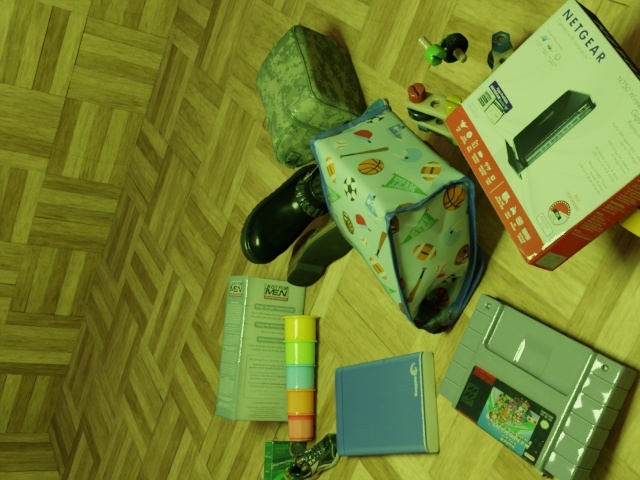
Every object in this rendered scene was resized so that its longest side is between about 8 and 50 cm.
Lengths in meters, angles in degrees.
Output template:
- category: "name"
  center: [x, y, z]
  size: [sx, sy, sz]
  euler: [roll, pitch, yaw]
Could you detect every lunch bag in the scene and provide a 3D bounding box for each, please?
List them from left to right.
- category: "lunch bag"
  center: [-0.049, -0.371, 2.133]
  size: [0.256, 0.212, 0.305]
  euler: [-39, 51, 34]
- category: "lunch bag"
  center: [0.169, -0.031, 1.692]
  size: [0.328, 0.238, 0.386]
  euler: [53, 162, 46]

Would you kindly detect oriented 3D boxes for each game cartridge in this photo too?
- category: "game cartridge"
  center: [0.373, 0.261, 1.472]
  size: [0.355, 0.068, 0.230]
  euler: [30, 94, 55]

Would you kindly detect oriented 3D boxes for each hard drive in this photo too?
- category: "hard drive"
  center: [0.141, 0.376, 1.838]
  size: [0.318, 0.040, 0.210]
  euler: [-23, 64, 52]

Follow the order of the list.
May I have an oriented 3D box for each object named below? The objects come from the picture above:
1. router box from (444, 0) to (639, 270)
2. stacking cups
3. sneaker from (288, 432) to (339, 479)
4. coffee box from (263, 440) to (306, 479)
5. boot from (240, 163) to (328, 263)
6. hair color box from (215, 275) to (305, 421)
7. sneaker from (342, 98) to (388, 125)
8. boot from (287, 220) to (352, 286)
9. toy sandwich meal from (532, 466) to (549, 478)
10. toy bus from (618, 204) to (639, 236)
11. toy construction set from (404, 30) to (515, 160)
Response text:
- category: "router box"
  center: [0.393, -0.173, 1.324]
  size: [0.301, 0.082, 0.336]
  euler: [-45, 50, 29]
- category: "stacking cups"
  center: [-0.046, 0.354, 2.099]
  size: [0.096, 0.096, 0.317]
  euler: [-15, 76, 54]
- category: "sneaker"
  center: [-0.018, 0.543, 2.006]
  size: [0.178, 0.077, 0.072]
  euler: [-57, 42, 31]
- category: "coffee box"
  center: [-0.090, 0.606, 2.070]
  size: [0.040, 0.113, 0.184]
  euler: [-12, 71, 52]
- category: "boot"
  center: [-0.032, -0.086, 2.012]
  size: [0.348, 0.131, 0.260]
  euler: [-53, 24, -22]
- category: "hair color box"
  center: [-0.159, 0.289, 2.180]
  size: [0.113, 0.185, 0.375]
  euler: [-4, 79, 57]
- category: "sneaker"
  center: [0.102, -0.287, 1.996]
  size: [0.058, 0.084, 0.152]
  euler: [46, 111, 37]
- category: "boot"
  center: [0.000, 0.000, 2.091]
  size: [0.305, 0.112, 0.115]
  euler: [-43, 38, 46]
- category: "toy sandwich meal"
  center: [0.408, 0.380, 1.444]
  size: [0.085, 0.029, 0.086]
  euler: [-19, 67, 54]
- category: "toy bus"
  center: [0.499, -0.115, 1.353]
  size: [0.130, 0.108, 0.333]
  euler: [-61, 38, 27]
- category: "toy construction set"
  center: [0.316, -0.227, 1.591]
  size: [0.237, 0.257, 0.309]
  euler: [55, 149, 31]
